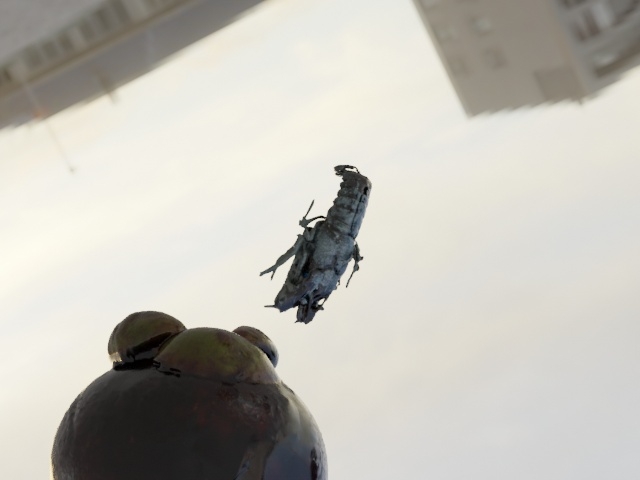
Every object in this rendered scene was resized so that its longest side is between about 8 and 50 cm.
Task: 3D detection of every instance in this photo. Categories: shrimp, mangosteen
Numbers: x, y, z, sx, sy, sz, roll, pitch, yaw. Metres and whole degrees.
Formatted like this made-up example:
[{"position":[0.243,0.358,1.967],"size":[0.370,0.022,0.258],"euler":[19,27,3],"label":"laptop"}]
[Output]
[{"position":[0.002,-0.002,1.803],"size":[0.174,0.082,0.076],"euler":[-66,-164,-18],"label":"shrimp"},{"position":[-0.090,0.153,1.312],"size":[0.210,0.210,0.210],"euler":[-25,-166,7],"label":"mangosteen"}]
